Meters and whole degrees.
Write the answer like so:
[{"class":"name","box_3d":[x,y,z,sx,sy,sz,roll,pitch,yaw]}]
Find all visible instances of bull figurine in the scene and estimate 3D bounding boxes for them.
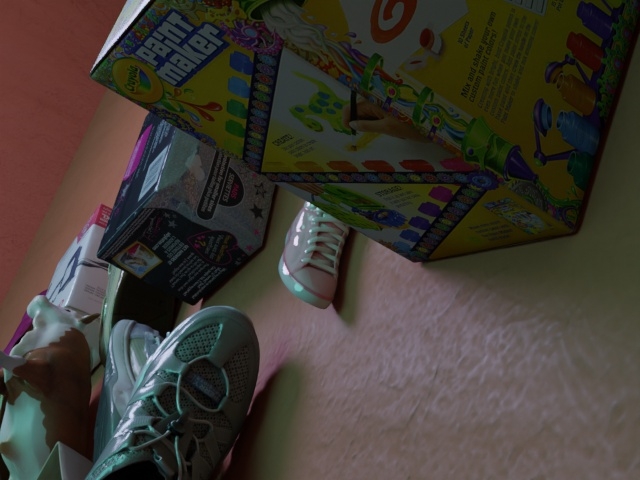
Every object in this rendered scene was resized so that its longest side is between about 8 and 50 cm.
[{"class":"bull figurine","box_3d":[-0.340,0.205,1.077,0.101,0.188,0.311,-18,70,29]}]

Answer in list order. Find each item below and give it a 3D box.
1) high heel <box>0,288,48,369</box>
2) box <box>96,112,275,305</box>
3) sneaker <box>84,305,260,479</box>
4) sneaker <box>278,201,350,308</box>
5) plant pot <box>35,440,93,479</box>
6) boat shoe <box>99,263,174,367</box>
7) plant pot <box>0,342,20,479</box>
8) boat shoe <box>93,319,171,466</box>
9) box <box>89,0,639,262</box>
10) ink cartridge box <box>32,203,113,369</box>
[{"class":"high heel","box_3d":[-0.455,0.176,1.515,0.181,0.127,0.377,-53,26,3]},{"class":"box","box_3d":[-0.143,-0.078,1.098,0.163,0.142,0.247,-39,32,41]},{"class":"sneaker","box_3d":[-0.122,0.175,0.748,0.281,0.105,0.115,-63,11,-25]},{"class":"sneaker","box_3d":[0.000,0.000,0.802,0.070,0.051,0.134,-57,17,23]},{"class":"plant pot","box_3d":[-0.252,0.292,0.943,0.109,0.096,0.109,-60,22,1]},{"class":"boat shoe","box_3d":[-0.231,0.029,1.214,0.098,0.109,0.303,-33,41,51]},{"class":"plant pot","box_3d":[-0.388,0.234,1.218,0.236,0.032,0.237,5,-90,-83]},{"class":"boat shoe","box_3d":[-0.179,0.169,0.955,0.320,0.103,0.118,-141,61,-74]},{"class":"box","box_3d":[0.050,-0.181,0.607,0.177,0.279,0.290,-15,49,61]},{"class":"ink cartridge box","box_3d":[-0.370,0.087,1.452,0.172,0.100,0.237,-47,26,34]}]
